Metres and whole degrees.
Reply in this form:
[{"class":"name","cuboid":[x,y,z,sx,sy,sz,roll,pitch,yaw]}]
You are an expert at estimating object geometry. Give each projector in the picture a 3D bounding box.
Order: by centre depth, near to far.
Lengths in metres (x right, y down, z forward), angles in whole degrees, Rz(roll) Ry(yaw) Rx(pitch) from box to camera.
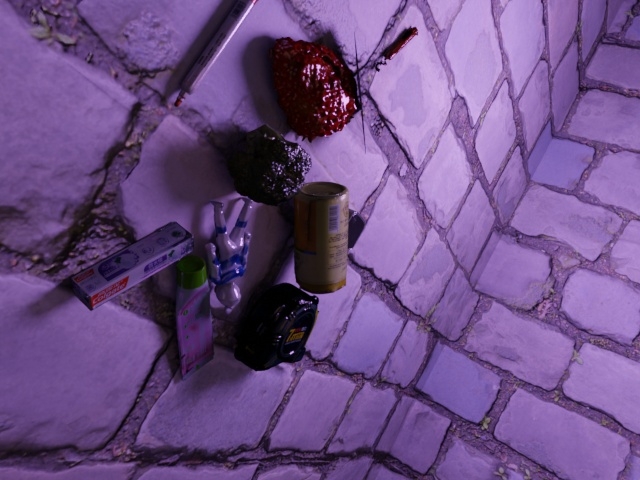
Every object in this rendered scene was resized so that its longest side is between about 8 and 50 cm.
[{"class":"projector","cuboid":[0.044,-0.035,1.251,0.083,0.082,0.083,-59,148,-9]}]

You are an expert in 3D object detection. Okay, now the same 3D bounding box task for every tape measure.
[{"class":"tape measure","cuboid":[-0.086,0.183,1.188,0.199,0.112,0.186,3,116,-63]}]

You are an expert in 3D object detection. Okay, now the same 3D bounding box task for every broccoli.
[{"class":"broccoli","cuboid":[-0.088,-0.129,0.941,0.146,0.137,0.162,-19,172,-10]}]

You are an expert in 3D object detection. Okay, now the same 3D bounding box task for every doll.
[{"class":"doll","cuboid":[-0.175,0.034,1.003,0.114,0.057,0.227,-20,119,-57]}]

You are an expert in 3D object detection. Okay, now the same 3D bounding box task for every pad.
[{"class":"pad","cuboid":[0.081,-0.294,1.095,0.211,0.003,0.142,75,12,-56]}]

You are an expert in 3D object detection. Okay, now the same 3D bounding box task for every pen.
[{"class":"pen","cuboid":[-0.160,-0.291,0.822,0.218,0.026,0.026,-59,148,-9]}]

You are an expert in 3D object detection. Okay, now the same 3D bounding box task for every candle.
[{"class":"candle","cuboid":[0.172,-0.435,1.220,0.167,0.021,0.026,-49,166,-26]}]

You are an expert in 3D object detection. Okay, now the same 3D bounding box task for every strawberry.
[{"class":"strawberry","cuboid":[0.001,-0.292,0.989,0.174,0.098,0.228,-55,149,-19]}]

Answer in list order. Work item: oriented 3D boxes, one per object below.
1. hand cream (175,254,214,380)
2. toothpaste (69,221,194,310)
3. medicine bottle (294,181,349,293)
[{"class":"hand cream","cuboid":[-0.234,0.149,1.013,0.079,0.050,0.275,-12,130,-23]},{"class":"toothpaste","cuboid":[-0.288,0.035,0.846,0.196,0.047,0.040,-36,153,-39]},{"class":"medicine bottle","cuboid":[0.000,0.000,1.151,0.124,0.124,0.238,-23,123,-48]}]
